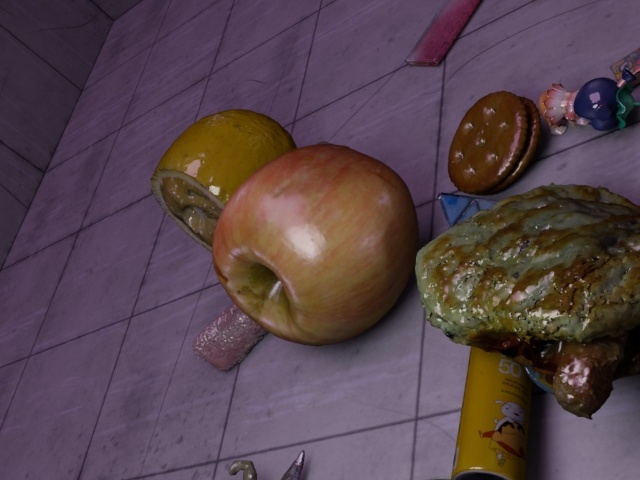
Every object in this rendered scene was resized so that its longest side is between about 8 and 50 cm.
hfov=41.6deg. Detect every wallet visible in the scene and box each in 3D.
[{"bbox_3d":[0.310,-0.528,2.085,0.232,0.025,0.119,-56,34,-10],"label":"wallet"}]

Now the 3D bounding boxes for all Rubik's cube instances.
[{"bbox_3d":[0.262,-0.011,1.516,0.211,0.178,0.190,-15,50,41],"label":"Rubik's cube"}]

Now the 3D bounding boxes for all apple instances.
[{"bbox_3d":[0.000,0.000,1.630,0.391,0.391,0.346,0,38,49],"label":"apple"}]

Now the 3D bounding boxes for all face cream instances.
[{"bbox_3d":[0.276,0.230,1.305,0.105,0.105,0.349,-21,34,35],"label":"face cream"}]

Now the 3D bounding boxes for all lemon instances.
[{"bbox_3d":[-0.199,-0.152,2.034,0.364,0.364,0.364,-29,39,27],"label":"lemon"}]

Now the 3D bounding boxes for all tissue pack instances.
[{"bbox_3d":[0.589,-0.322,1.567,0.083,0.035,0.063,-31,38,22],"label":"tissue pack"}]

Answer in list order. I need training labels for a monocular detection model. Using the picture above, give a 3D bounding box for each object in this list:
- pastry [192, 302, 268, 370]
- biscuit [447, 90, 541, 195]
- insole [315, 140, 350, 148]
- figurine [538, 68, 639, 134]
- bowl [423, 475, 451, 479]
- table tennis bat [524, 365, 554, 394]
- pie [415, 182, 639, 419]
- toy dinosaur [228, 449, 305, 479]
[{"bbox_3d":[-0.168,0.182,1.880,0.265,0.103,0.112,-51,41,1],"label":"pastry"},{"bbox_3d":[0.339,-0.189,1.663,0.220,0.066,0.220,-39,40,43],"label":"biscuit"},{"bbox_3d":[0.032,-0.219,2.120,0.064,0.004,0.188,-52,34,-6],"label":"insole"},{"bbox_3d":[0.487,-0.244,1.546,0.195,0.102,0.111,5,62,50],"label":"figurine"},{"bbox_3d":[0.127,0.469,1.232,0.313,0.146,0.313,-30,38,26],"label":"bowl"},{"bbox_3d":[0.343,0.184,1.280,0.019,0.155,0.100,108,-178,-55],"label":"table tennis bat"},{"bbox_3d":[0.361,0.040,1.259,0.395,0.180,0.418,-29,34,-18],"label":"pie"},{"bbox_3d":[-0.106,0.520,1.513,0.162,0.077,0.294,-8,66,39],"label":"toy dinosaur"}]
